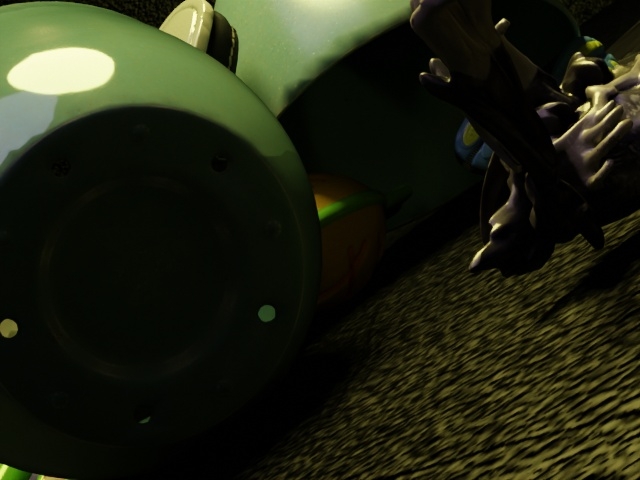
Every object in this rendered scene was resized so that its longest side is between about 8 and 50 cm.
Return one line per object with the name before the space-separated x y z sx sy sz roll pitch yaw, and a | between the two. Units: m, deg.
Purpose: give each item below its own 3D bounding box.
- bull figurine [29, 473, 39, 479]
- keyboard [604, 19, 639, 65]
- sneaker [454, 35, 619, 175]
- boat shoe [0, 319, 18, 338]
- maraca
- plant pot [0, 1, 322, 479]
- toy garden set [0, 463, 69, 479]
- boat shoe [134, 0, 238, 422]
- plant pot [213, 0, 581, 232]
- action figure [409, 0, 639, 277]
bull figurine | -0.180 0.117 1.388 0.188 0.101 0.310 -29 10 8
keyboard | 0.318 -0.197 1.304 0.201 0.033 0.317 -43 4 -5
sneaker | 0.156 -0.086 1.184 0.188 0.067 0.078 -36 -11 -47
boat shoe | -0.217 0.010 1.353 0.108 0.102 0.301 -8 6 27
maraca | 0.000 0.000 1.195 0.127 0.099 0.186 -35 -8 30
plant pot | -0.132 0.005 0.945 0.293 0.293 0.235 -37 17 -13
toy garden set | -0.250 0.129 1.213 0.244 0.049 0.204 -14 29 24
boat shoe | -0.107 -0.016 1.140 0.114 0.091 0.302 18 89 64
plant pot | 0.027 -0.157 1.270 0.290 0.195 0.290 -24 -27 -13
action figure | 0.125 -0.080 0.616 0.164 0.141 0.276 -40 8 -32
